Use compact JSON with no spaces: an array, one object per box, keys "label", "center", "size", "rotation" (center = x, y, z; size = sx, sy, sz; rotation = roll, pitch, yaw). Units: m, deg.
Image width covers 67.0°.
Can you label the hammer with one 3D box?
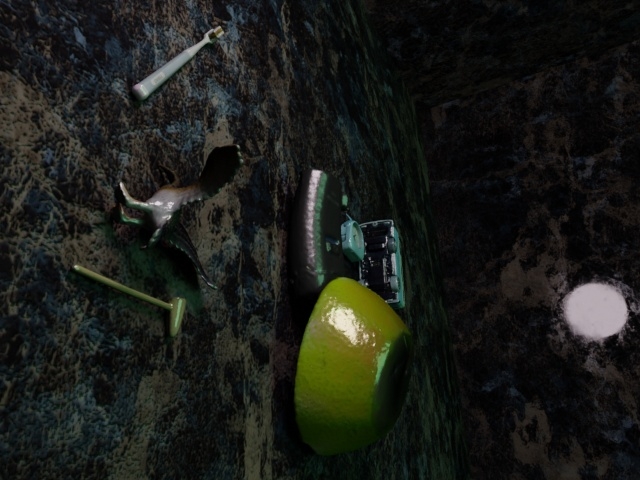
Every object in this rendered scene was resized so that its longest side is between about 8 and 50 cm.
[{"label":"hammer","center":[-0.266,0.083,0.674],"size":[0.195,0.028,0.060],"rotation":[39,50,-50]}]

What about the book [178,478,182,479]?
[{"label":"book","center":[-0.217,0.438,0.591],"size":[0.228,0.024,0.161],"rotation":[-30,103,-65]}]

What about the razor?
[{"label":"razor","center":[-0.004,-0.001,1.177],"size":[0.189,0.107,0.328],"rotation":[30,56,-58]}]

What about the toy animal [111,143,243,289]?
[{"label":"toy animal","center":[-0.225,-0.063,0.719],"size":[0.197,0.273,0.160],"rotation":[46,34,23]}]

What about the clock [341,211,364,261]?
[{"label":"clock","center":[0.097,-0.015,1.492],"size":[0.108,0.045,0.147],"rotation":[47,36,-49]}]

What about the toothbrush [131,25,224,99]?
[{"label":"toothbrush","center":[-0.255,-0.337,0.899],"size":[0.025,0.030,0.342],"rotation":[57,32,-28]}]

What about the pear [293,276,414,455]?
[{"label":"pear","center":[0.102,0.285,1.070],"size":[0.398,0.165,0.400],"rotation":[-16,108,-61]}]

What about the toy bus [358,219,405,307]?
[{"label":"toy bus","center":[0.199,0.087,1.562],"size":[0.165,0.132,0.272],"rotation":[41,44,-60]}]
